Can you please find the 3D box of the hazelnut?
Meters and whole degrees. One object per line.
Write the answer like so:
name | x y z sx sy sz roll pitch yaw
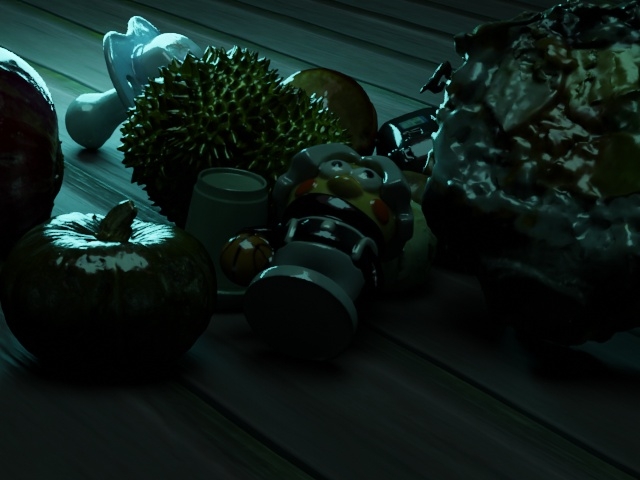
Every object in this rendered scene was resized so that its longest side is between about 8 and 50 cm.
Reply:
hazelnut | 0.002 -0.151 1.912 0.182 0.182 0.182 4 20 -1

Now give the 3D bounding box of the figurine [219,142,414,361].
figurine | 0.000 0.000 1.419 0.176 0.133 0.236 20 46 7

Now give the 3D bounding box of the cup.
cup | -0.107 -0.005 1.500 0.120 0.141 0.120 6 18 -2

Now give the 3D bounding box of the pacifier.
pacifier | -0.270 -0.198 1.990 0.226 0.238 0.287 -23 18 18

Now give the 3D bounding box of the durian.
durian | -0.104 -0.124 1.666 0.291 0.224 0.291 2 -23 1

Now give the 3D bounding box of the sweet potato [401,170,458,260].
sweet potato | 0.097 -0.041 1.713 0.292 0.097 0.097 15 22 32

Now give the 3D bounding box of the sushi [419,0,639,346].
sushi | 0.302 -0.093 1.427 0.417 0.417 0.176 18 -9 32

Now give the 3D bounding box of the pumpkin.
pumpkin | -0.207 0.037 1.337 0.219 0.162 0.219 7 17 -2

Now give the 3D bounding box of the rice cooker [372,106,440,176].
rice cooker | 0.147 -0.102 1.826 0.118 0.142 0.203 -13 23 -12

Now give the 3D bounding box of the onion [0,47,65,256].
onion | -0.421 -0.116 1.617 0.272 0.230 0.256 -1 20 -36

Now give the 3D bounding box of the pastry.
pastry | 0.063 0.002 1.593 0.166 0.088 0.166 5 21 -2
